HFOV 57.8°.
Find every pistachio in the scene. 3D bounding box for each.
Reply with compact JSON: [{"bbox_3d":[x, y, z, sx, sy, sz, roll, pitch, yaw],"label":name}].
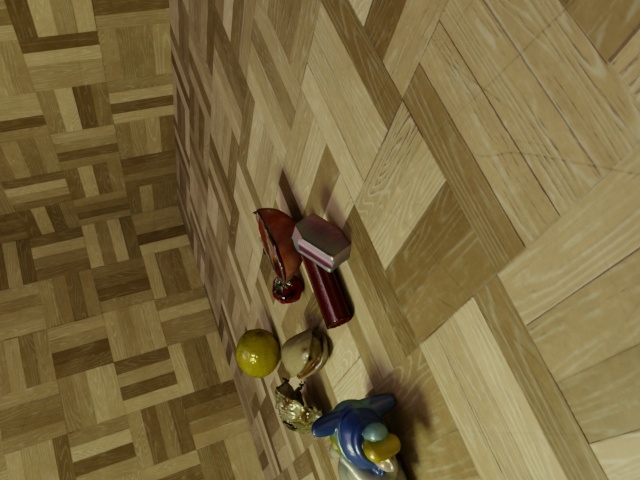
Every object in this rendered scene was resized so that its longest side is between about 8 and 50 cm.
[{"bbox_3d":[-0.046,0.332,1.701,0.223,0.126,0.152,149,142,-69],"label":"pistachio"}]

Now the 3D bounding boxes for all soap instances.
[{"bbox_3d":[0.000,0.000,1.361,0.149,0.100,0.056,33,134,26],"label":"soap"}]

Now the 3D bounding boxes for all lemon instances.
[{"bbox_3d":[-0.242,0.437,2.250,0.181,0.180,0.193,63,179,31],"label":"lemon"}]

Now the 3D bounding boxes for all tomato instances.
[{"bbox_3d":[-0.101,0.007,1.636,0.199,0.112,0.228,95,153,-61],"label":"tomato"}]

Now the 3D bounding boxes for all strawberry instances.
[{"bbox_3d":[-0.097,0.148,1.762,0.106,0.106,0.106,165,90,-71],"label":"strawberry"}]

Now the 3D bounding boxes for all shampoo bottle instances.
[{"bbox_3d":[0.003,0.089,1.472,0.102,0.064,0.260,118,134,-63],"label":"shampoo bottle"}]

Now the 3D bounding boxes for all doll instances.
[{"bbox_3d":[0.113,0.482,1.322,0.375,0.187,0.366,17,131,42],"label":"doll"}]

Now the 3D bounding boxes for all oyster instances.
[{"bbox_3d":[-0.078,0.542,1.906,0.198,0.133,0.337,46,172,5],"label":"oyster"}]

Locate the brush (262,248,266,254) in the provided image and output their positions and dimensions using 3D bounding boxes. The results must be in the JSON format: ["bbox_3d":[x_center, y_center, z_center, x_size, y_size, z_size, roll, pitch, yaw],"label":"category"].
[{"bbox_3d":[-0.193,0.045,2.069,0.083,0.008,0.024,-142,45,-61],"label":"brush"}]
